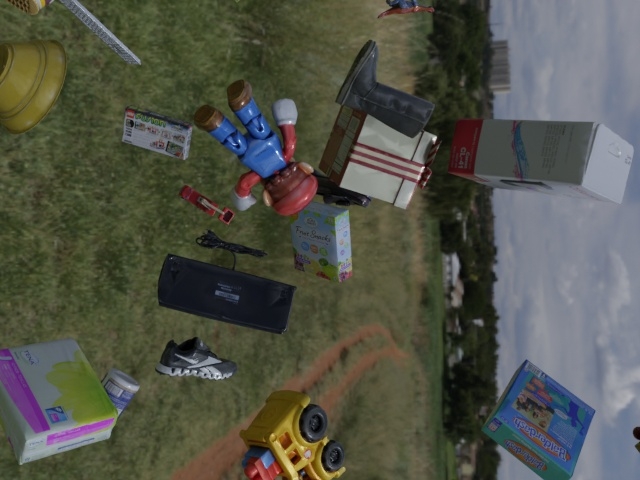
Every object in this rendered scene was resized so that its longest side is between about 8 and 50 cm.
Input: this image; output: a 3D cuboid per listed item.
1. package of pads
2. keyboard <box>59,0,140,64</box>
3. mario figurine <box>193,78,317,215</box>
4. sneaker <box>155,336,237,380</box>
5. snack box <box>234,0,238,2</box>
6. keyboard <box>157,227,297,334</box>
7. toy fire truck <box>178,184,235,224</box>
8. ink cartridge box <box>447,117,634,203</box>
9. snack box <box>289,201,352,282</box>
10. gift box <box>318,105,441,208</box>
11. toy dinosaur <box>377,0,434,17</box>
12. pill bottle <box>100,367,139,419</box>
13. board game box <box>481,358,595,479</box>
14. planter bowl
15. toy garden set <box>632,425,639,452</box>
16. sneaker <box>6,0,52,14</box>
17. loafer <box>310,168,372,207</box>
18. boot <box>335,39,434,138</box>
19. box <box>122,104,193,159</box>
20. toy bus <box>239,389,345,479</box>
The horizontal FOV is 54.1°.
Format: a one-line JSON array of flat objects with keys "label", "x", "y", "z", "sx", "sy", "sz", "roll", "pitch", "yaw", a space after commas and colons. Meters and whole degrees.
[{"label": "package of pads", "x": -0.639, "y": 0.363, "z": 1.482, "sx": 0.229, "sy": 0.296, "sz": 0.101, "roll": -4, "pitch": 128, "yaw": -47}, {"label": "keyboard", "x": -0.598, "y": -0.567, "z": 1.708, "sx": 0.256, "sy": 0.072, "sz": 0.014, "roll": 43, "pitch": 65, "yaw": -47}, {"label": "mario figurine", "x": -0.127, "y": -0.182, "z": 1.323, "sx": 0.320, "sy": 0.198, "sz": 0.170, "roll": 52, "pitch": 41, "yaw": -38}, {"label": "sneaker", "x": -0.320, "y": 0.314, "z": 1.685, "sx": 0.234, "sy": 0.078, "sz": 0.106, "roll": 13, "pitch": 94, "yaw": -34}, {"label": "snack box", "x": -0.204, "y": -0.678, "z": 1.559, "sx": 0.100, "sy": 0.037, "sz": 0.141, "roll": -44, "pitch": 158, "yaw": -7}, {"label": "keyboard", "x": -0.211, "y": 0.091, "z": 1.471, "sx": 0.033, "sy": 0.317, "sz": 0.201, "roll": 154, "pitch": -49, "yaw": -71}, {"label": "toy fire truck", "x": -0.388, "y": -0.123, "z": 2.118, "sx": 0.047, "sy": 0.192, "sz": 0.135, "roll": -59, "pitch": -165, "yaw": -7}, {"label": "ink cartridge box", "x": 0.464, "y": -0.172, "z": 1.335, "sx": 0.226, "sy": 0.306, "sz": 0.131, "roll": 10, "pitch": 94, "yaw": -45}, {"label": "snack box", "x": 0.000, "y": 0.000, "z": 1.788, "sx": 0.070, "sy": 0.174, "sz": 0.207, "roll": -29, "pitch": 123, "yaw": -43}, {"label": "gift box", "x": 0.180, "y": -0.260, "z": 1.794, "sx": 0.276, "sy": 0.258, "sz": 0.255, "roll": -66, "pitch": -156, "yaw": 18}, {"label": "toy dinosaur", "x": 0.154, "y": -0.405, "z": 1.098, "sx": 0.090, "sy": 0.082, "sz": 0.047, "roll": -63, "pitch": 177, "yaw": -2}, {"label": "pill bottle", "x": -0.562, "y": 0.431, "z": 1.648, "sx": 0.169, "sy": 0.094, "sz": 0.094, "roll": -56, "pitch": 161, "yaw": -7}, {"label": "board game box", "x": 0.408, "y": 0.332, "z": 1.161, "sx": 0.210, "sy": 0.160, "sz": 0.047, "roll": -31, "pitch": 153, "yaw": -51}, {"label": "planter bowl", "x": -0.623, "y": -0.333, "z": 1.273, "sx": 0.090, "sy": 0.217, "sz": 0.217, "roll": 27, "pitch": 60, "yaw": -54}, {"label": "toy garden set", "x": 0.618, "y": 0.442, "z": 1.114, "sx": 0.204, "sy": 0.049, "sz": 0.244, "roll": 93, "pitch": 10, "yaw": -78}, {"label": "sneaker", "x": -0.492, "y": -0.432, "z": 0.983, "sx": 0.084, "sy": 0.185, "sz": 0.069, "roll": -55, "pitch": -177, "yaw": -29}, {"label": "loafer", "x": 0.019, "y": -0.150, "z": 1.946, "sx": 0.095, "sy": 0.302, "sz": 0.109, "roll": -61, "pitch": 150, "yaw": -7}, {"label": "boot", "x": 0.157, "y": -0.328, "z": 1.385, "sx": 0.189, "sy": 0.208, "sz": 0.076, "roll": 124, "pitch": -12, "yaw": -53}, {"label": "box", "x": -0.503, "y": -0.332, "z": 1.930, "sx": 0.036, "sy": 0.207, "sz": 0.114, "roll": -64, "pitch": 171, "yaw": -64}, {"label": "toy bus", "x": -0.075, "y": 0.470, "z": 1.359, "sx": 0.211, "sy": 0.149, "sz": 0.220, "roll": -41, "pitch": 110, "yaw": -42}]
